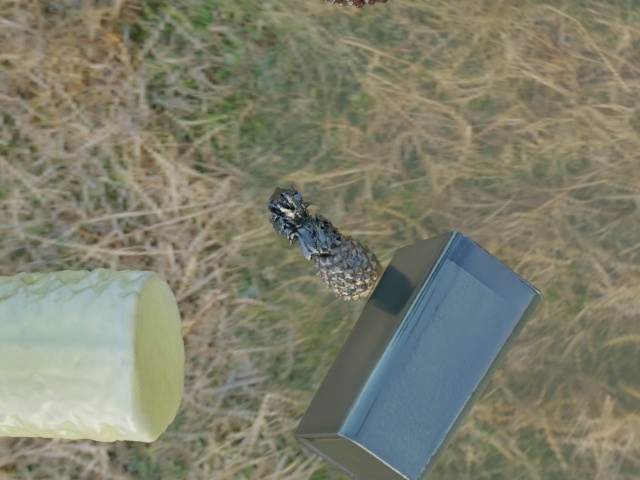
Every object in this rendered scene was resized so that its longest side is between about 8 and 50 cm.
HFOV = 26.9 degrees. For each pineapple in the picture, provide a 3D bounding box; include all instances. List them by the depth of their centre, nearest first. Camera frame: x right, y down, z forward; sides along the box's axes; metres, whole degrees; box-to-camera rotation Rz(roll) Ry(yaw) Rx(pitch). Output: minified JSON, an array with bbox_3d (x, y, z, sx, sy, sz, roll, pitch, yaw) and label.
[{"bbox_3d":[0.000,0.000,1.561,0.074,0.074,0.159,-41,107,17],"label":"pineapple"}]

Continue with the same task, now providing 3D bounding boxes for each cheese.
[{"bbox_3d":[-0.187,0.081,0.953,0.167,0.094,0.123,-2,92,18],"label":"cheese"}]

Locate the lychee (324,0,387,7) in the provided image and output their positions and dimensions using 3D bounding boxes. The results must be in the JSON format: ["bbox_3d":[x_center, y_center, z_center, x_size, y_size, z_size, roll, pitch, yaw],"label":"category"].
[{"bbox_3d":[0.029,-0.333,1.409,0.188,0.188,0.188,2,95,19],"label":"lychee"}]

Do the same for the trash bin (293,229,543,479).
[{"bbox_3d":[0.093,0.127,1.373,0.122,0.164,0.240,37,72,-13],"label":"trash bin"}]
